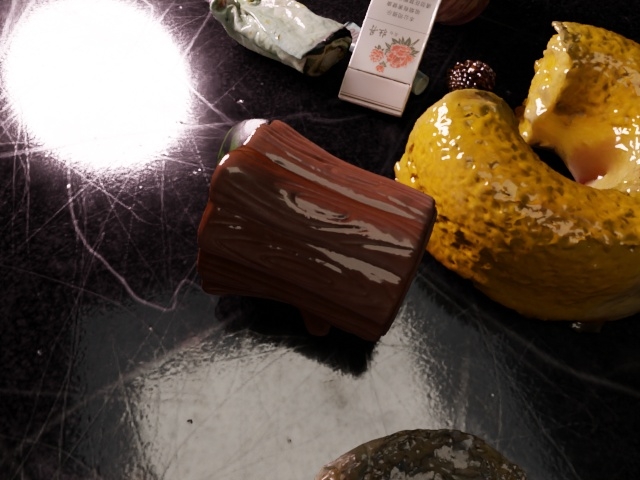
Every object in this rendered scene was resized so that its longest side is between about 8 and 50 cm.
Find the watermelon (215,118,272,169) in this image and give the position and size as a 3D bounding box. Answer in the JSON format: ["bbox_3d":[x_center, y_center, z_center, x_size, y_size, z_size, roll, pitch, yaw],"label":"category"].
[{"bbox_3d":[-0.098,-0.112,0.656,0.094,0.125,0.135,-1,19,-33],"label":"watermelon"}]

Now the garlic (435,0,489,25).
[{"bbox_3d":[0.186,-0.484,0.824,0.245,0.161,0.244,29,47,-37],"label":"garlic"}]

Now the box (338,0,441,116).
[{"bbox_3d":[0.113,-0.309,0.751,0.109,0.029,0.198,20,92,9],"label":"box"}]

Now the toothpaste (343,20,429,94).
[{"bbox_3d":[0.102,-0.322,0.811,0.056,0.036,0.205,-39,65,-14],"label":"toothpaste"}]

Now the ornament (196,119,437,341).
[{"bbox_3d":[0.000,0.000,0.535,0.218,0.235,0.221,23,87,7],"label":"ornament"}]

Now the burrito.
[{"bbox_3d":[-0.073,-0.362,0.798,0.229,0.089,0.144,33,50,14],"label":"burrito"}]

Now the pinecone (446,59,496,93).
[{"bbox_3d":[0.246,-0.258,0.756,0.083,0.077,0.077,-33,67,-19],"label":"pinecone"}]

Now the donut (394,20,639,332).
[{"bbox_3d":[0.346,-0.102,0.621,0.435,0.163,0.377,-38,69,-22],"label":"donut"}]

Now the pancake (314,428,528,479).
[{"bbox_3d":[0.094,0.314,0.435,0.283,0.049,0.282,1,61,-1],"label":"pancake"}]
